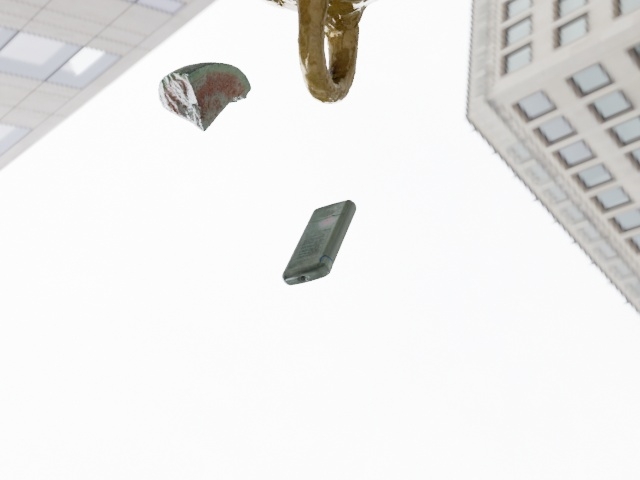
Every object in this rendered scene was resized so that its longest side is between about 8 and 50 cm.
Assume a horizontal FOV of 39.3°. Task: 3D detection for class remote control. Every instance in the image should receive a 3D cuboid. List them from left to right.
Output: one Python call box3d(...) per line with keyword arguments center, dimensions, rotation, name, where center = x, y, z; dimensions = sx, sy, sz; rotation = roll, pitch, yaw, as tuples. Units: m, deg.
box3d(center=(0.000, 0.000, 0.879), dimensions=(0.018, 0.053, 0.124), rotation=(60, -151, -25), name="remote control")

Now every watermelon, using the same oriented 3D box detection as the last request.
box3d(center=(-0.098, -0.124, 0.786), dimensions=(0.085, 0.085, 0.061), rotation=(5, -103, -44), name="watermelon")

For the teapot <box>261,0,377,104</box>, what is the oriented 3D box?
box3d(center=(0.012, -0.258, 0.716), dimensions=(0.167, 0.203, 0.312), rotation=(22, -114, -71), name="teapot")
